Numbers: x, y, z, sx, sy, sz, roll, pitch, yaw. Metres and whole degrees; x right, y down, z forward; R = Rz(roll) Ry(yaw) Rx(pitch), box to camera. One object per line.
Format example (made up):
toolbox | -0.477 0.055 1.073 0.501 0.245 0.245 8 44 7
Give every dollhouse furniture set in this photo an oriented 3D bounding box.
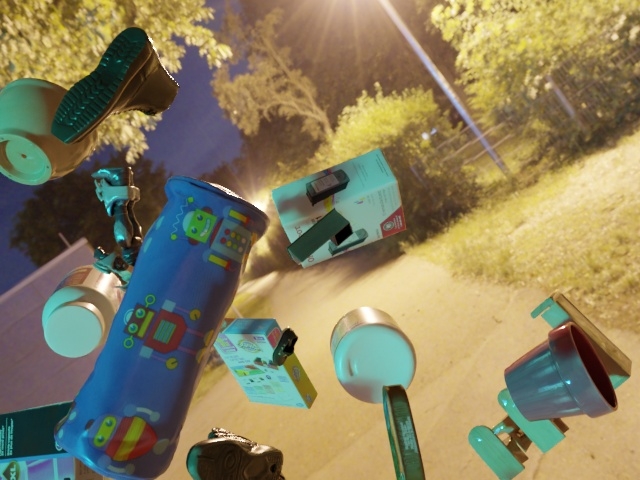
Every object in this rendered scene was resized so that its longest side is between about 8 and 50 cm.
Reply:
dollhouse furniture set | 0.556 0.360 1.572 0.394 0.256 0.362 -49 -19 22

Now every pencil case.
pencil case | -0.159 0.088 0.625 0.133 0.119 0.306 141 152 -80

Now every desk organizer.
desk organizer | 0.000 0.000 1.206 0.130 0.050 0.047 -40 -33 -11

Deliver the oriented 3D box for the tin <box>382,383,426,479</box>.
tin | 0.131 0.319 0.946 0.040 0.190 0.106 -10 -33 1

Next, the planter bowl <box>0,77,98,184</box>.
planter bowl | -0.450 -0.157 0.947 0.162 0.162 0.109 -37 30 34

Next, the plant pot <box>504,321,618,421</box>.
plant pot | 0.516 0.306 1.322 0.180 0.201 0.201 -31 4 27

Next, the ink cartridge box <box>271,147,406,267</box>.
ink cartridge box | 0.053 -0.079 1.577 0.306 0.131 0.226 -23 -35 0

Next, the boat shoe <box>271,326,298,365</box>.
boat shoe | -0.096 0.292 1.609 0.048 0.042 0.133 -14 -43 -42

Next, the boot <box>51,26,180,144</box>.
boot | -0.296 -0.201 0.910 0.198 0.077 0.137 -51 -23 -7

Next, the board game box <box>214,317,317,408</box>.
board game box | -0.176 0.372 1.822 0.242 0.317 0.064 -4 34 35

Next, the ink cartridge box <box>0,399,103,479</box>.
ink cartridge box | -0.532 0.398 1.101 0.370 0.176 0.069 -18 -18 34

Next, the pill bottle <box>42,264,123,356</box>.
pill bottle | -0.587 0.175 1.490 0.169 0.169 0.301 -37 17 -3

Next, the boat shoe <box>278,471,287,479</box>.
boat shoe | -0.126 0.613 1.511 0.110 0.307 0.104 -26 39 17

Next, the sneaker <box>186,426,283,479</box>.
sneaker | -0.168 0.358 0.983 0.130 0.087 0.227 3 -15 28

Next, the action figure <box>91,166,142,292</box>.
action figure | -0.378 0.003 1.192 0.099 0.285 0.185 -15 -5 5

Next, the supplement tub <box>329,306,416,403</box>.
supplement tub | 0.149 0.332 1.822 0.235 0.235 0.325 -37 5 1
